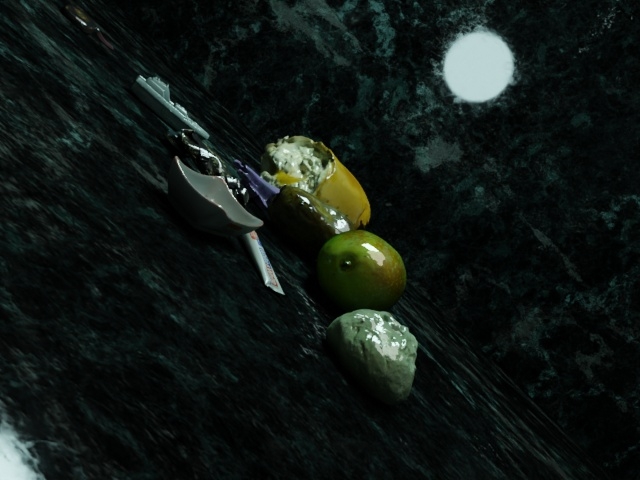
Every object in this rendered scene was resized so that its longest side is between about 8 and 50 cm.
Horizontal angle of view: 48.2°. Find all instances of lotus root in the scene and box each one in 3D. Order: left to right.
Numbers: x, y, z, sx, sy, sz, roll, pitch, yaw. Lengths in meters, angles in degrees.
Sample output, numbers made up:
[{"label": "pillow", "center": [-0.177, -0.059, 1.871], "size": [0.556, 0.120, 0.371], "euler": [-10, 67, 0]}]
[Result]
[{"label": "lotus root", "center": [-0.020, -0.035, 1.969], "size": [0.274, 0.152, 0.160], "euler": [33, 12, -11]}]

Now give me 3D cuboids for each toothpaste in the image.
[{"label": "toothpaste", "center": [-0.124, 0.039, 1.470], "size": [0.052, 0.033, 0.218], "euler": [32, 17, -37]}]

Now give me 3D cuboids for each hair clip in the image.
[{"label": "hair clip", "center": [-0.159, -0.134, 2.094], "size": [0.278, 0.090, 0.137], "euler": [27, 29, -40]}]

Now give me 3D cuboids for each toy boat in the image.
[{"label": "toy boat", "center": [-0.417, -0.374, 2.025], "size": [0.260, 0.085, 0.078], "euler": [40, 7, -22]}]

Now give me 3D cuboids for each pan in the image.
[{"label": "pan", "center": [-0.727, -0.675, 2.269], "size": [0.212, 0.040, 0.115], "euler": [33, 18, -53]}]

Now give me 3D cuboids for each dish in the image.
[{"label": "dish", "center": [-0.216, -0.068, 1.392], "size": [0.151, 0.077, 0.212], "euler": [47, 8, 17]}]

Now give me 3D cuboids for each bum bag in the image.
[{"label": "bum bag", "center": [-0.264, -0.171, 1.753], "size": [0.248, 0.069, 0.102], "euler": [48, 31, -8]}]

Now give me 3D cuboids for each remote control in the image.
[{"label": "remote control", "center": [-0.351, -0.253, 1.850], "size": [0.072, 0.042, 0.222], "euler": [45, 7, -1]}]

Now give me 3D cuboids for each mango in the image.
[{"label": "mango", "center": [0.097, 0.082, 1.769], "size": [0.225, 0.201, 0.382], "euler": [21, -4, 2]}]

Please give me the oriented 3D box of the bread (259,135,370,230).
[{"label": "bread", "center": [0.003, -0.180, 2.522], "size": [0.394, 0.250, 0.361], "euler": [38, 10, -44]}]

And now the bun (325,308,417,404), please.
[{"label": "bun", "center": [0.115, 0.212, 1.380], "size": [0.204, 0.126, 0.212], "euler": [32, 14, -48]}]
